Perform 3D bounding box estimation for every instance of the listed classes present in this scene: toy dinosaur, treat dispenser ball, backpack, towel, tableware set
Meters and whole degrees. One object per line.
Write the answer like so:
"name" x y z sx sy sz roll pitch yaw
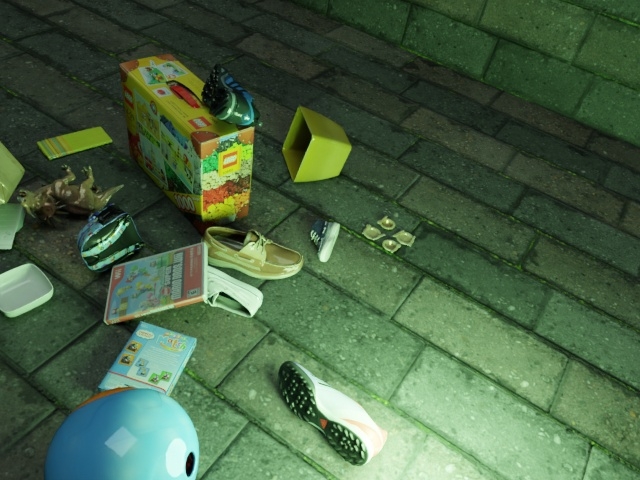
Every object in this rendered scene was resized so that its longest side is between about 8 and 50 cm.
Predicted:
"toy dinosaur" -0.782 -0.125 1.698 0.296 0.127 0.200 4 50 -26
"treat dispenser ball" -0.390 0.439 1.074 0.289 0.288 0.288 6 44 -6
"backpack" -0.627 -0.003 1.567 0.117 0.158 0.173 31 59 29
"towel" -0.899 -0.357 1.978 0.237 0.021 0.102 -26 61 -34
"tableware set" 0.238 -0.020 1.874 0.169 0.020 0.141 38 50 24

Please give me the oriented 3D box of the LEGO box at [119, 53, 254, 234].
"LEGO box" -0.445 -0.325 1.786 0.193 0.372 0.500 -26 55 -33

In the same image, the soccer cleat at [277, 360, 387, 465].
"soccer cleat" 0.024 0.413 1.339 0.318 0.108 0.117 38 29 27

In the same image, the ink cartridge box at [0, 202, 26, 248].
"ink cartridge box" -0.983 -0.036 1.621 0.146 0.045 0.179 0 54 -12

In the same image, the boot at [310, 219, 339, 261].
"boot" 0.000 0.000 1.778 0.086 0.069 0.190 12 35 10

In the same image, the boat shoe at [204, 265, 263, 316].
"boat shoe" -0.295 0.144 1.537 0.258 0.095 0.084 17 40 7

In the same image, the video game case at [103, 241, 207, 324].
"video game case" -0.455 0.116 1.508 0.286 0.025 0.204 -15 46 4

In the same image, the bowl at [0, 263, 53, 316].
"bowl" -0.812 0.141 1.458 0.142 0.053 0.142 39 50 24

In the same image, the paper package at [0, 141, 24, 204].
"paper package" -1.077 -0.218 1.518 0.325 0.309 0.168 -14 40 16

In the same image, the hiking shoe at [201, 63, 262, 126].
"hiking shoe" -0.268 -0.420 1.601 0.132 0.113 0.304 22 28 -34

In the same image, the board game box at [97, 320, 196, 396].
"board game box" -0.434 0.316 1.370 0.160 0.039 0.211 17 44 5

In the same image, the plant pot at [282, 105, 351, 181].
"plant pot" -0.007 -0.353 2.043 0.187 0.212 0.212 4 43 -25

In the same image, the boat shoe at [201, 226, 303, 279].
"boat shoe" -0.211 0.032 1.653 0.325 0.116 0.123 9 44 -3
